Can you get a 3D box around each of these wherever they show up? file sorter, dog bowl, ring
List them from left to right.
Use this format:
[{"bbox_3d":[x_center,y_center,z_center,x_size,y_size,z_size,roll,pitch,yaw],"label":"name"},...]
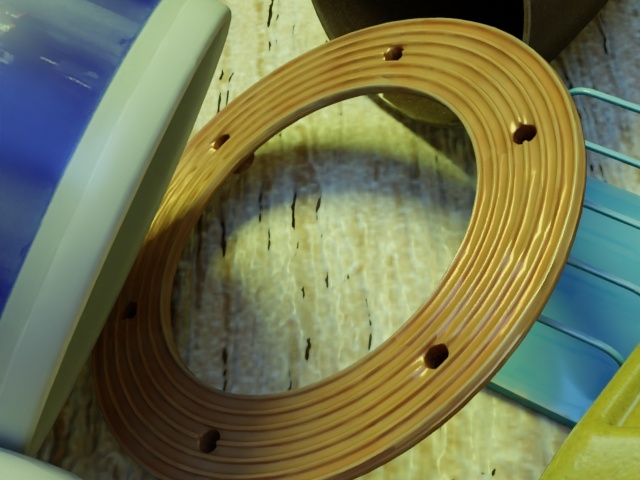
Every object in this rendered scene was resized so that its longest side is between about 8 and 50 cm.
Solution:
[{"bbox_3d":[-0.146,-0.023,0.531,0.104,0.265,0.264,24,60,-7],"label":"dog bowl"},{"bbox_3d":[0.000,0.000,0.603,0.337,0.032,0.336,-23,44,23],"label":"ring"},{"bbox_3d":[0.161,0.009,0.604,0.118,0.104,0.170,25,63,21],"label":"file sorter"}]

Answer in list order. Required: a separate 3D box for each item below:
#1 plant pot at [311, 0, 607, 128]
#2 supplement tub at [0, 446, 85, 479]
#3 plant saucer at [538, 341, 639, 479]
[{"bbox_3d":[0.138,-0.226,0.718,0.230,0.215,0.215,-32,58,-28],"label":"plant pot"},{"bbox_3d":[-0.187,0.241,0.445,0.191,0.191,0.272,10,59,14],"label":"supplement tub"},{"bbox_3d":[0.261,0.057,0.404,0.333,0.081,0.333,-7,17,39],"label":"plant saucer"}]
